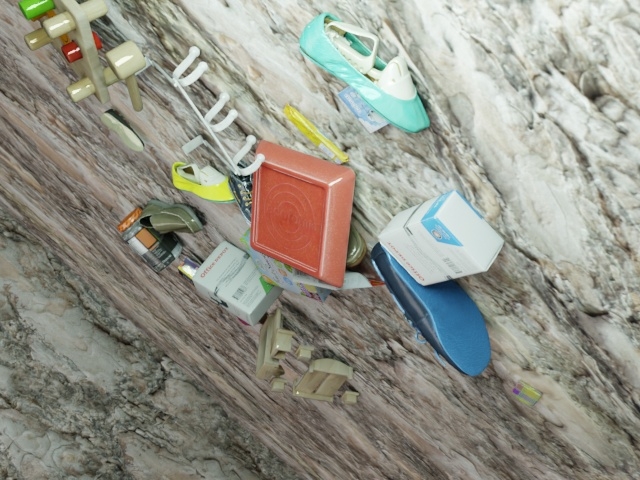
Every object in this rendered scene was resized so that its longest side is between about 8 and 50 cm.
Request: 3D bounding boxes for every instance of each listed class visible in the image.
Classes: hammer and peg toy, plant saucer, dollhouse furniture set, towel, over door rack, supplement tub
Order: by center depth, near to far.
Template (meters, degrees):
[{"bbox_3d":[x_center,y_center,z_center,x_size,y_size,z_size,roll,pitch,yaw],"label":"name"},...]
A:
[{"bbox_3d":[-0.494,-0.397,1.472,0.361,0.127,0.266,48,158,20],"label":"hammer and peg toy"},{"bbox_3d":[-0.054,-0.052,1.499,0.258,0.047,0.259,23,118,34],"label":"plant saucer"},{"bbox_3d":[-0.249,-0.274,1.499,0.324,0.108,0.240,25,152,54],"label":"over door rack"},{"bbox_3d":[0.471,0.351,1.661,0.060,0.009,0.083,29,153,17],"label":"towel"},{"bbox_3d":[-0.006,0.349,2.239,0.355,0.174,0.303,13,144,-14],"label":"dollhouse furniture set"},{"bbox_3d":[-0.530,-0.004,2.254,0.190,0.117,0.117,49,152,-18],"label":"supplement tub"}]

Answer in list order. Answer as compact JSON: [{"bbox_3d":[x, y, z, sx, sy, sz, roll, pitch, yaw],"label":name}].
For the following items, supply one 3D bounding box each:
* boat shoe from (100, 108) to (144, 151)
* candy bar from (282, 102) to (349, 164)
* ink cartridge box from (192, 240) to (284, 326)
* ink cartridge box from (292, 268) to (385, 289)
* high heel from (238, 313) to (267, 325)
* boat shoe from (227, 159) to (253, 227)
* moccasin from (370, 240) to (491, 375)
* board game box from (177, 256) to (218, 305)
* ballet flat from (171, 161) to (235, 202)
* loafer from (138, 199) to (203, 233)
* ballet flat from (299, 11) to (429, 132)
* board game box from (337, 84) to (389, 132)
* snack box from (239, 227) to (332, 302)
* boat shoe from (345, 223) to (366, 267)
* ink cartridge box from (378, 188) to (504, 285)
[{"bbox_3d":[-0.499,-0.283,1.857,0.133,0.042,0.049,44,128,-12],"label":"boat shoe"},{"bbox_3d":[-0.009,-0.200,1.386,0.161,0.018,0.040,41,157,-6],"label":"candy bar"},{"bbox_3d":[-0.228,0.118,2.022,0.208,0.153,0.087,30,154,20],"label":"ink cartridge box"},{"bbox_3d":[0.049,0.078,1.653,0.145,0.179,0.045,8,100,45],"label":"ink cartridge box"},{"bbox_3d":[-0.272,0.184,2.272,0.117,0.082,0.244,0,146,44],"label":"high heel"},{"bbox_3d":[-0.159,-0.099,1.636,0.183,0.065,0.083,53,159,27],"label":"boat shoe"},{"bbox_3d":[0.231,0.127,1.510,0.342,0.137,0.117,58,155,-7],"label":"moccasin"},{"bbox_3d":[-0.376,0.132,2.326,0.170,0.048,0.141,39,165,-1],"label":"board game box"},{"bbox_3d":[-0.287,-0.148,1.772,0.230,0.077,0.077,17,130,40],"label":"ballet flat"},{"bbox_3d":[-0.433,-0.051,2.086,0.251,0.087,0.094,11,143,44],"label":"loafer"},{"bbox_3d":[0.079,-0.262,1.113,0.247,0.083,0.087,37,136,0],"label":"ballet flat"},{"bbox_3d":[0.084,-0.230,1.218,0.090,0.020,0.090,47,153,-14],"label":"board game box"},{"bbox_3d":[-0.082,0.056,1.829,0.207,0.070,0.175,18,148,39],"label":"snack box"},{"bbox_3d":[0.000,0.000,1.614,0.307,0.111,0.104,21,166,45],"label":"boat shoe"},{"bbox_3d":[0.218,0.000,1.343,0.139,0.082,0.190,45,154,-12],"label":"ink cartridge box"}]
